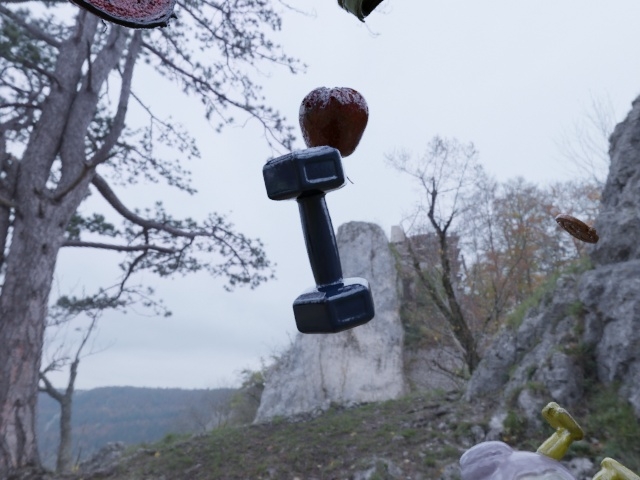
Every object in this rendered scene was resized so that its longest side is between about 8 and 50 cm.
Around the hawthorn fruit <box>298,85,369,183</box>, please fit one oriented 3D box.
[{"bbox_3d":[0.026,-0.234,0.919,0.162,0.163,0.204,4,-67,5],"label":"hawthorn fruit"}]

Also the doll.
[{"bbox_3d":[0.156,0.318,0.402,0.365,0.160,0.094,-28,-36,-22],"label":"doll"}]

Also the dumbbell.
[{"bbox_3d":[0.000,0.000,0.746,0.144,0.325,0.160,-13,3,10],"label":"dumbbell"}]

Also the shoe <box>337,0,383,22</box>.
[{"bbox_3d":[0.169,-0.707,1.099,0.275,0.098,0.103,-42,-15,25],"label":"shoe"}]

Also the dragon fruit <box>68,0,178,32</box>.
[{"bbox_3d":[-0.547,-0.677,1.136,0.282,0.343,0.100,46,-40,-13],"label":"dragon fruit"}]

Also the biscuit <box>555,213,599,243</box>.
[{"bbox_3d":[0.512,-0.021,0.823,0.091,0.015,0.078,35,2,-11],"label":"biscuit"}]
